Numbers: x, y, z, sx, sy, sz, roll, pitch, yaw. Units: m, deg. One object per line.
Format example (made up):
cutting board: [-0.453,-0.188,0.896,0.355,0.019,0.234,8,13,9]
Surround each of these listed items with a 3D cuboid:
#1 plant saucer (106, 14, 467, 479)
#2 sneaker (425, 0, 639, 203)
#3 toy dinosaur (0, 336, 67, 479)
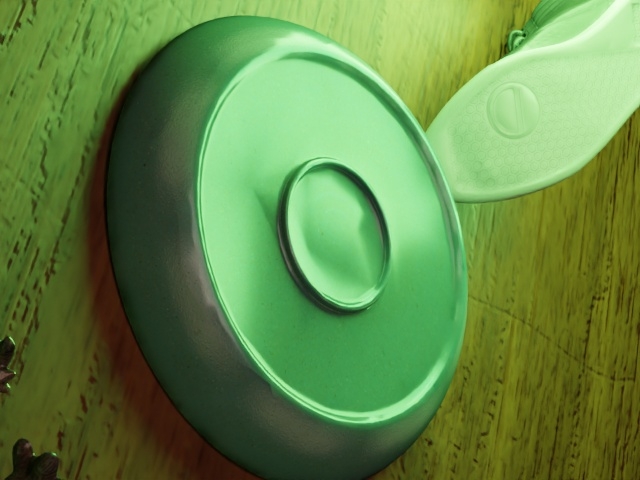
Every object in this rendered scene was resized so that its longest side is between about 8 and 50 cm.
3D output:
plant saucer: [0.000,0.000,0.955,0.317,0.043,0.318,17,66,-43]
sneaker: [0.176,-0.121,1.183,0.295,0.147,0.105,-37,103,-17]
toy dinosaur: [-0.224,0.114,0.605,0.200,0.127,0.296,-36,117,-42]
